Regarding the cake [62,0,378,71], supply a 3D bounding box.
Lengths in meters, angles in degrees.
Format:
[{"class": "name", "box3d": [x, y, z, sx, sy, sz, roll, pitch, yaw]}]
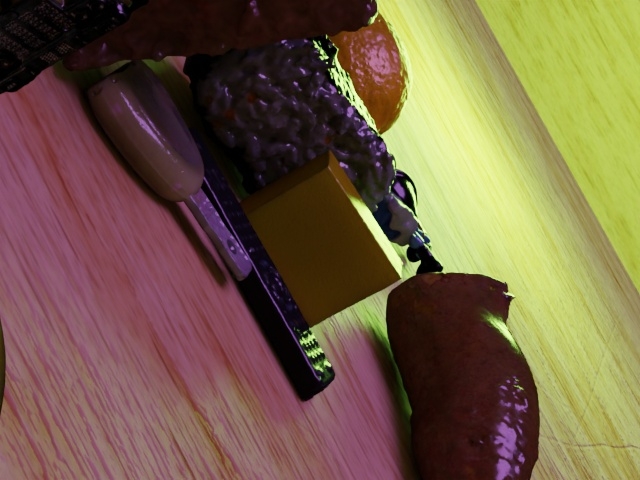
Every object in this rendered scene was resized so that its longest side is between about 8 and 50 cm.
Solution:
[{"class": "cake", "box3d": [-0.087, -0.300, 1.158, 0.282, 0.255, 0.290, -81, 161, -64]}]

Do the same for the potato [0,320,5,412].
[{"class": "potato", "box3d": [-0.208, 0.061, 0.541, 0.228, 0.148, 0.197, -92, 161, -54]}]

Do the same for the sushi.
[{"class": "sushi", "box3d": [-0.026, -0.105, 1.355, 0.225, 0.136, 0.126, 55, 14, -39]}]

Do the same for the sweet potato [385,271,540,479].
[{"class": "sweet potato", "box3d": [0.144, 0.174, 1.397, 0.131, 0.131, 0.337, 45, 23, -40]}]

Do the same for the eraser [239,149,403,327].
[{"class": "eraser", "box3d": [0.000, 0.000, 1.314, 0.122, 0.097, 0.045, 55, 15, -16]}]

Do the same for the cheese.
[{"class": "cheese", "box3d": [-0.110, -0.051, 1.189, 0.192, 0.037, 0.097, 57, 19, -11]}]

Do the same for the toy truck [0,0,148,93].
[{"class": "toy truck", "box3d": [-0.193, -0.223, 0.942, 0.127, 0.127, 0.257, 29, 40, -57]}]

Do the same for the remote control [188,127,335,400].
[{"class": "remote control", "box3d": [-0.057, 0.016, 1.251, 0.245, 0.025, 0.063, 61, 16, 4]}]

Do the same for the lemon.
[{"class": "lemon", "box3d": [0.021, -0.178, 1.593, 0.142, 0.142, 0.187, 37, 22, -51]}]

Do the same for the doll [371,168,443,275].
[{"class": "doll", "box3d": [0.077, -0.034, 1.639, 0.195, 0.070, 0.096, 54, 1, -42]}]
